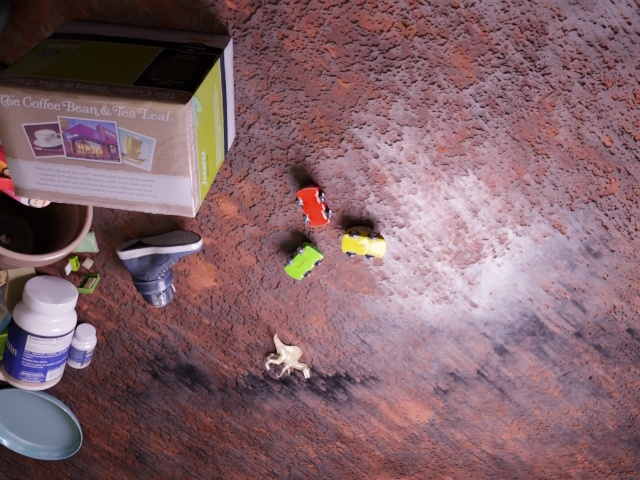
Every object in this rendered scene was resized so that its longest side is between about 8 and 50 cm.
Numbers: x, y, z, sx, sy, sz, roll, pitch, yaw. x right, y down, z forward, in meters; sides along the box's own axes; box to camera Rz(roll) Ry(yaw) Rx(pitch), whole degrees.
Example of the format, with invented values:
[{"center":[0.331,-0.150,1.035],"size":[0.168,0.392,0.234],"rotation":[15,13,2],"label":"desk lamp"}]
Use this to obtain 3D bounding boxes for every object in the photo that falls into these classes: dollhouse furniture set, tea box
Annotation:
[{"center":[-0.575,0.050,1.589],"size":[0.076,0.059,0.152],"rotation":[4,125,6],"label":"dollhouse furniture set"},{"center":[-0.348,-0.231,1.195],"size":[0.328,0.324,0.220],"rotation":[7,126,5],"label":"tea box"}]

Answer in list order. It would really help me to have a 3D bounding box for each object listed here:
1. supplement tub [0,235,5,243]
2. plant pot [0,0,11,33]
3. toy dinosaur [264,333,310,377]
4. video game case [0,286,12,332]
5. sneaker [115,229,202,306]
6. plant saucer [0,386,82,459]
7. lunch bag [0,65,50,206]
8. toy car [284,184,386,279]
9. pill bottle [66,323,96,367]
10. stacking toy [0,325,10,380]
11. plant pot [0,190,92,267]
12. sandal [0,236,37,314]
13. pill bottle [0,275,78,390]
[{"center":[-0.820,-0.002,1.584],"size":[0.107,0.071,0.071],"rotation":[-11,122,15],"label":"supplement tub"},{"center":[-0.678,-0.437,1.154],"size":[0.292,0.293,0.196],"rotation":[-12,148,17],"label":"plant pot"},{"center":[-0.097,0.296,1.703],"size":[0.092,0.053,0.183],"rotation":[-31,124,9],"label":"toy dinosaur"},{"center":[-0.845,0.145,1.672],"size":[0.166,0.119,0.015],"rotation":[43,157,-20],"label":"video game case"},{"center":[-0.350,0.068,1.541],"size":[0.226,0.086,0.164],"rotation":[-8,113,25],"label":"sneaker"},{"center":[-0.865,0.544,1.992],"size":[0.317,0.044,0.318],"rotation":[4,125,6],"label":"plant saucer"},{"center":[-0.620,-0.202,1.297],"size":[0.293,0.258,0.120],"rotation":[35,124,-16],"label":"lunch bag"},{"center":[0.000,0.000,1.469],"size":[0.239,0.053,0.225],"rotation":[36,123,-15],"label":"toy car"},{"center":[-0.632,0.278,1.752],"size":[0.067,0.067,0.120],"rotation":[23,125,-7],"label":"pill bottle"},{"center":[-0.926,0.266,1.799],"size":[0.279,0.130,0.309],"rotation":[11,134,-32],"label":"stacking toy"},{"center":[-0.663,-0.038,1.446],"size":[0.263,0.263,0.229],"rotation":[38,139,-17],"label":"plant pot"},{"center":[-0.762,0.072,1.638],"size":[0.079,0.088,0.240],"rotation":[35,130,24],"label":"sandal"},{"center":[-0.702,0.231,1.663],"size":[0.153,0.153,0.265],"rotation":[21,112,-6],"label":"pill bottle"}]
